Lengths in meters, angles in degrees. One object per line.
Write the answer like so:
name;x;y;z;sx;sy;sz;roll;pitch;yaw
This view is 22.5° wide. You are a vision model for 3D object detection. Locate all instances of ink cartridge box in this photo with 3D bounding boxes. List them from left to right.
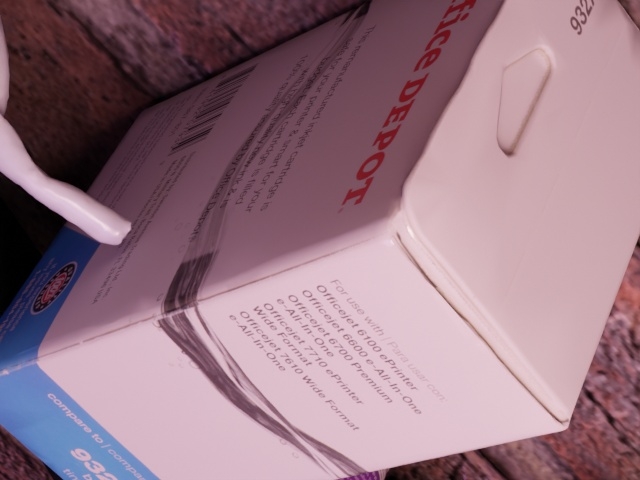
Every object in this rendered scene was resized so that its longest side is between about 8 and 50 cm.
ink cartridge box;0.000;0.000;0.792;0.307;0.223;0.129;-20;121;43

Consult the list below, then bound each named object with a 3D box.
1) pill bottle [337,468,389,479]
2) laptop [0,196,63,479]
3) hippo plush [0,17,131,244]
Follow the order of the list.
pill bottle;-0.031;0.178;1.023;0.108;0.193;0.108;16;139;15
laptop;-0.244;0.023;0.952;0.234;0.137;0.264;50;146;33
hippo plush;-0.244;-0.153;0.753;0.294;0.234;0.236;53;145;43
